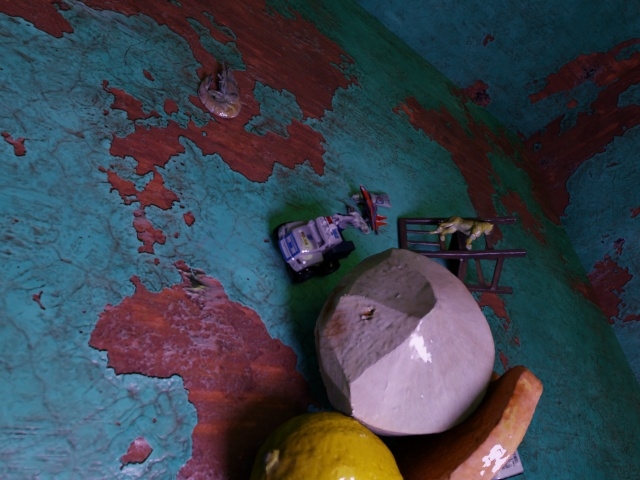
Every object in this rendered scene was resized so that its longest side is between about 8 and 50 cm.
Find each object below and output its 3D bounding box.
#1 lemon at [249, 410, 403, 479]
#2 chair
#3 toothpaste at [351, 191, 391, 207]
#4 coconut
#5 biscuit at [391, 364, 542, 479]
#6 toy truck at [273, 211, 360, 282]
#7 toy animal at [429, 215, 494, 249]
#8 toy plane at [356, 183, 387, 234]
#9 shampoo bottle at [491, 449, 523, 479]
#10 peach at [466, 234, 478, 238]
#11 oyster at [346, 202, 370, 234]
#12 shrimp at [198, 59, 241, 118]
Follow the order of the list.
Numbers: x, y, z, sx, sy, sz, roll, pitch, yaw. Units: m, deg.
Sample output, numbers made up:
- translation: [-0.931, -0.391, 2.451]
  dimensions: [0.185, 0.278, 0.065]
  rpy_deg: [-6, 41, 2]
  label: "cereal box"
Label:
- translation: [0.017, 0.437, 0.738]
  dimensions: [0.320, 0.245, 0.245]
  rpy_deg: [41, 40, -28]
  label: "lemon"
- translation: [0.501, 0.056, 1.567]
  dimensions: [0.240, 0.416, 0.203]
  rpy_deg: [80, 13, -49]
  label: "chair"
- translation: [0.185, -0.148, 1.500]
  dimensions: [0.233, 0.038, 0.060]
  rpy_deg: [-1, 66, -48]
  label: "toothpaste"
- translation: [0.160, 0.213, 0.905]
  dimensions: [0.345, 0.415, 0.415]
  rpy_deg: [-18, 73, -16]
  label: "coconut"
- translation: [0.269, 0.410, 0.877]
  dimensions: [0.350, 0.455, 0.078]
  rpy_deg: [-39, 78, -14]
  label: "biscuit"
- translation: [0.000, 0.000, 1.094]
  dimensions: [0.213, 0.177, 0.161]
  rpy_deg: [-8, 70, -48]
  label: "toy truck"
- translation: [0.487, -0.043, 1.461]
  dimensions: [0.136, 0.181, 0.073]
  rpy_deg: [-41, 133, -35]
  label: "toy animal"
- translation: [0.162, -0.110, 1.408]
  dimensions: [0.189, 0.061, 0.130]
  rpy_deg: [52, 34, -30]
  label: "toy plane"
- translation: [0.508, 0.561, 1.274]
  dimensions: [0.153, 0.071, 0.284]
  rpy_deg: [14, 51, -35]
  label: "shampoo bottle"
- translation: [0.685, -0.044, 1.884]
  dimensions: [0.083, 0.083, 0.083]
  rpy_deg: [25, 47, -30]
  label: "peach"
- translation: [0.118, -0.075, 1.388]
  dimensions: [0.098, 0.037, 0.100]
  rpy_deg: [43, 14, -42]
  label: "oyster"
- translation: [-0.297, -0.448, 1.236]
  dimensions: [0.126, 0.047, 0.223]
  rpy_deg: [6, 59, -31]
  label: "shrimp"
